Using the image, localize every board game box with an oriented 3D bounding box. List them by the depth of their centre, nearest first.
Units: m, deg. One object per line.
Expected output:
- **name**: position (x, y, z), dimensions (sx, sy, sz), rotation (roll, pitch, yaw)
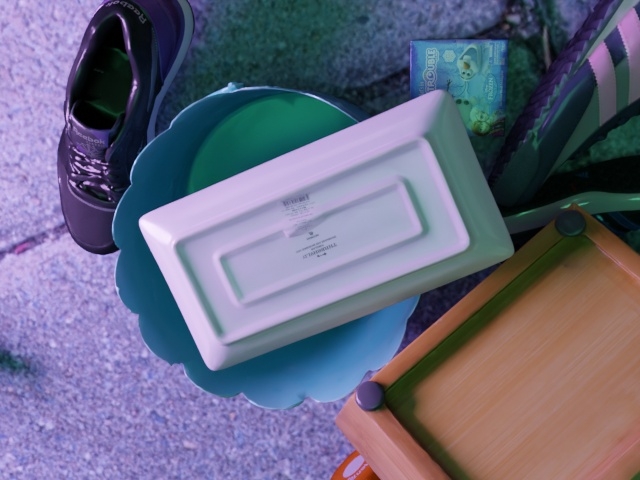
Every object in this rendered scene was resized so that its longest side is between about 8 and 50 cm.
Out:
- **board game box**: position (0.129, -0.143, 0.841), dimensions (0.090, 0.020, 0.090), rotation (1, 105, 8)

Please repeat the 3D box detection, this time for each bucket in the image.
- **bucket**: position (-0.035, -0.009, 0.812), dimensions (0.281, 0.183, 0.281), rotation (2, 104, 7)

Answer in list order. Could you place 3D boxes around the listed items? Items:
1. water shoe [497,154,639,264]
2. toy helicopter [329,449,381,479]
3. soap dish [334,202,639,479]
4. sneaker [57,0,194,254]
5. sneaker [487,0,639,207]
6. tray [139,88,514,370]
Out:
- **water shoe**: position (0.258, -0.024, 0.840), dimensions (0.203, 0.073, 0.080), rotation (-9, 124, 14)
- **toy helicopter**: position (0.154, 0.233, 0.816), dimensions (0.355, 0.235, 0.140), rotation (-39, 97, 19)
- **soap dish**: position (0.181, 0.124, 0.708), dimensions (0.291, 0.118, 0.229), rotation (-41, 59, -4)
- **sneaker**: position (-0.205, -0.097, 0.824), dimensions (0.107, 0.124, 0.283), rotation (19, 118, 1)
- **sneaker**: position (0.273, -0.139, 0.771), dimensions (0.131, 0.112, 0.319), rotation (35, 104, -2)
- **tray**: position (0.000, 0.000, 0.699), dimensions (0.270, 0.030, 0.145), rotation (-22, 99, 12)
